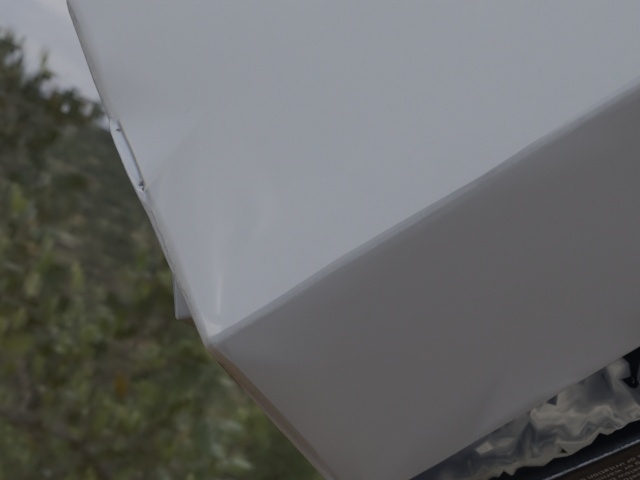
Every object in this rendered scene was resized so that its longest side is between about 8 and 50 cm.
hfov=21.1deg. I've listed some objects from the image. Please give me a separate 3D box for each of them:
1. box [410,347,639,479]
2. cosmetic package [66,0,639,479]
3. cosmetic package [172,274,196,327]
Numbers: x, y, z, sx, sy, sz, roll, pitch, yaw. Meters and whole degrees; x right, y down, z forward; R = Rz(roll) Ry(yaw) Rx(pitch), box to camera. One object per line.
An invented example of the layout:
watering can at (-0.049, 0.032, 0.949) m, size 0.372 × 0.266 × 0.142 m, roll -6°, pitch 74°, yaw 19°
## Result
box at (0.294, 0.108, 1.767) m, size 0.297 × 0.480 × 0.471 m, roll -26°, pitch -38°, yaw 25°
cosmetic package at (0.111, -0.091, 0.696) m, size 0.156 × 0.385 × 0.217 m, roll 50°, pitch 12°, yaw -49°
cosmetic package at (0.011, -0.007, 1.251) m, size 0.238 × 0.127 × 0.107 m, roll -3°, pitch -8°, yaw 8°
